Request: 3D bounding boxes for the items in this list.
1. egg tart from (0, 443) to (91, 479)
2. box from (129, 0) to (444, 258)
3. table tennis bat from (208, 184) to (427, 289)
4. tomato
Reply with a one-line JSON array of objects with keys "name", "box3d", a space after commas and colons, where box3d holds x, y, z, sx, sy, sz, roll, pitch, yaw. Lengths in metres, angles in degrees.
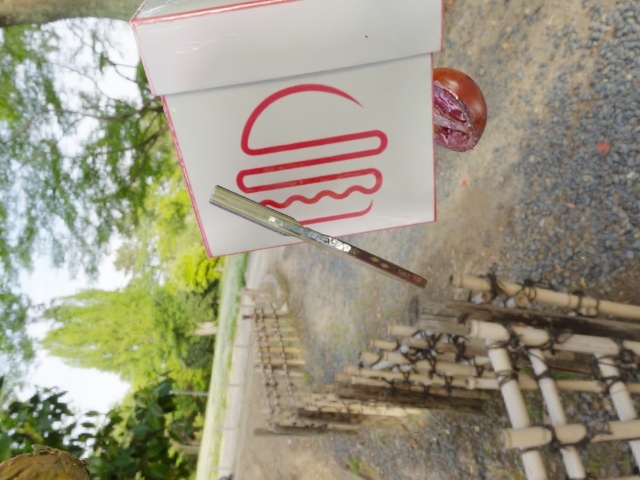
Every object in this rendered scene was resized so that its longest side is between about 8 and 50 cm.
[{"name": "egg tart", "box3d": [-0.422, 0.399, 0.708, 0.315, 0.120, 0.315, -42, -40, -49]}, {"name": "box", "box3d": [-0.028, -0.197, 0.740, 0.314, 0.312, 0.300, -100, 0, -55]}, {"name": "table tennis bat", "box3d": [0.000, 0.000, 0.390, 0.095, 0.158, 0.014, -166, 99, -81]}, {"name": "tomato", "box3d": [0.264, -0.270, 1.130, 0.099, 0.173, 0.189, -47, -31, -9]}]
